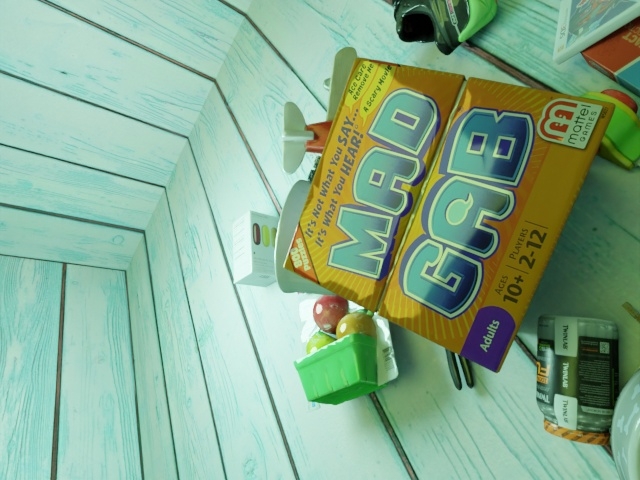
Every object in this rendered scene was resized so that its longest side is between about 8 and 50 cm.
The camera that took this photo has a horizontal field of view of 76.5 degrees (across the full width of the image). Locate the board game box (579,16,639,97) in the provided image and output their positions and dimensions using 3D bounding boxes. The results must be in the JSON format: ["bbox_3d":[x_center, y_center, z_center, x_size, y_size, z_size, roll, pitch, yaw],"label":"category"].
[{"bbox_3d":[0.633,-0.364,0.630,0.316,0.064,0.242,-49,46,30],"label":"board game box"}]

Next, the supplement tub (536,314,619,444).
[{"bbox_3d":[0.422,0.223,0.672,0.117,0.117,0.191,-5,75,50],"label":"supplement tub"}]

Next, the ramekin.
[{"bbox_3d":[0.000,0.000,0.973,0.135,0.277,0.277,9,86,13],"label":"ramekin"}]

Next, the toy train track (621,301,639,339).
[{"bbox_3d":[0.526,0.134,0.656,0.048,0.014,0.083,-60,35,30],"label":"toy train track"}]

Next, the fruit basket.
[{"bbox_3d":[0.059,0.245,1.099,0.327,0.165,0.353,-36,40,33],"label":"fruit basket"}]

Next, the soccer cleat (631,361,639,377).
[{"bbox_3d":[0.491,0.252,0.611,0.068,0.076,0.196,13,90,51],"label":"soccer cleat"}]

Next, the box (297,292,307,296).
[{"bbox_3d":[-0.017,0.022,1.312,0.201,0.057,0.293,47,116,45],"label":"box"}]

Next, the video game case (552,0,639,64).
[{"bbox_3d":[0.528,-0.443,0.735,0.201,0.023,0.184,-25,40,59],"label":"video game case"}]

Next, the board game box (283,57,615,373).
[{"bbox_3d":[0.220,-0.048,0.722,0.356,0.356,0.356,23,98,26],"label":"board game box"}]

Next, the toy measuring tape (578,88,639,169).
[{"bbox_3d":[0.515,-0.168,0.673,0.121,0.121,0.330,-58,42,21],"label":"toy measuring tape"}]

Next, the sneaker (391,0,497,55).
[{"bbox_3d":[0.250,-0.656,1.090,0.202,0.185,0.483,-50,45,24],"label":"sneaker"}]

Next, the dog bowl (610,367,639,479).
[{"bbox_3d":[0.540,0.282,0.460,0.348,0.102,0.349,-3,84,37],"label":"dog bowl"}]

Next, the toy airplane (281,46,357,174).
[{"bbox_3d":[0.077,-0.270,1.119,0.384,0.272,0.386,46,104,12],"label":"toy airplane"}]

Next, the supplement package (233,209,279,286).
[{"bbox_3d":[-0.235,0.033,1.511,0.133,0.139,0.244,-31,58,44],"label":"supplement package"}]

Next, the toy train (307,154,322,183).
[{"bbox_3d":[-0.006,-0.275,1.415,0.158,0.027,0.036,-64,30,16],"label":"toy train"}]

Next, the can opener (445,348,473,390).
[{"bbox_3d":[0.292,0.230,0.890,0.059,0.073,0.186,-18,62,4],"label":"can opener"}]
